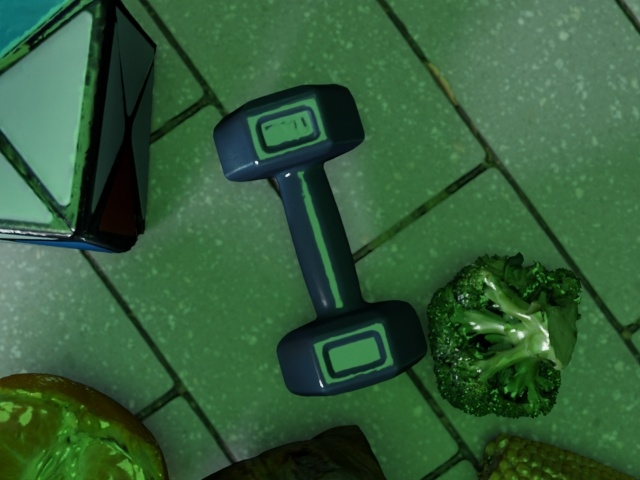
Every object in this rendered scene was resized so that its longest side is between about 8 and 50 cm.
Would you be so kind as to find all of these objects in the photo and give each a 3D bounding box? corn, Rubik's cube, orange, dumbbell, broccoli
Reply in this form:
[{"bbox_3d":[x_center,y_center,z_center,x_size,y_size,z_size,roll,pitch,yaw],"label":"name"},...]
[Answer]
[{"bbox_3d":[0.321,0.304,0.997,0.318,0.115,0.115,27,89,2],"label":"corn"},{"bbox_3d":[-0.314,-0.120,0.937,0.247,0.250,0.248,4,87,0],"label":"Rubik's cube"},{"bbox_3d":[-0.272,0.243,0.973,0.237,0.158,0.179,30,93,1],"label":"orange"},{"bbox_3d":[0.000,0.000,0.985,0.144,0.160,0.324,-18,89,31],"label":"dumbbell"},{"bbox_3d":[0.202,0.101,0.982,0.195,0.156,0.195,9,77,-40],"label":"broccoli"}]

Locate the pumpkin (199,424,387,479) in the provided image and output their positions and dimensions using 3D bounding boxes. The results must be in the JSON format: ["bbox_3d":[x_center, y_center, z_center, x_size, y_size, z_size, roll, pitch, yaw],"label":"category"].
[{"bbox_3d":[-0.002,0.357,0.926,0.225,0.256,0.303,-25,104,-3],"label":"pumpkin"}]
